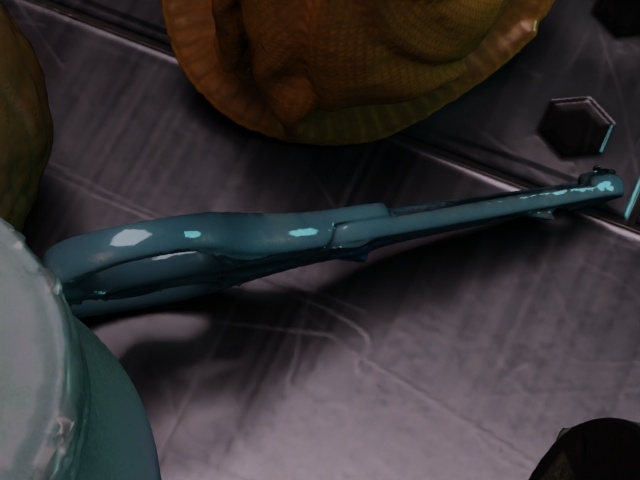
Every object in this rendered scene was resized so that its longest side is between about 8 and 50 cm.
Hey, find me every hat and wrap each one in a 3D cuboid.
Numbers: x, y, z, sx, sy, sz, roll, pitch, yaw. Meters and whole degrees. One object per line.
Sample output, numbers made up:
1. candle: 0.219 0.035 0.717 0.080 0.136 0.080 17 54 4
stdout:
1. hat: 0.037 -0.149 0.937 0.244 0.233 0.233 15 98 -7

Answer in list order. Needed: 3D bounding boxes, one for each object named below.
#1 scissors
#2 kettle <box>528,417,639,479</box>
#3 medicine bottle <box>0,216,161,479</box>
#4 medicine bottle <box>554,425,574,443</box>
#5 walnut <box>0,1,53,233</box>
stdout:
1. scissors: 0.000 0.001 0.970 0.393 0.180 0.032 -10 82 -20
2. kettle: 0.222 0.165 0.840 0.236 0.161 0.221 13 38 -22
3. medicine bottle: -0.200 0.123 0.813 0.245 0.290 0.245 0 63 0
4. medicine bottle: 0.115 0.206 0.891 0.074 0.074 0.218 23 64 12
5. walnut: -0.261 -0.060 0.945 0.228 0.228 0.228 0 63 1
